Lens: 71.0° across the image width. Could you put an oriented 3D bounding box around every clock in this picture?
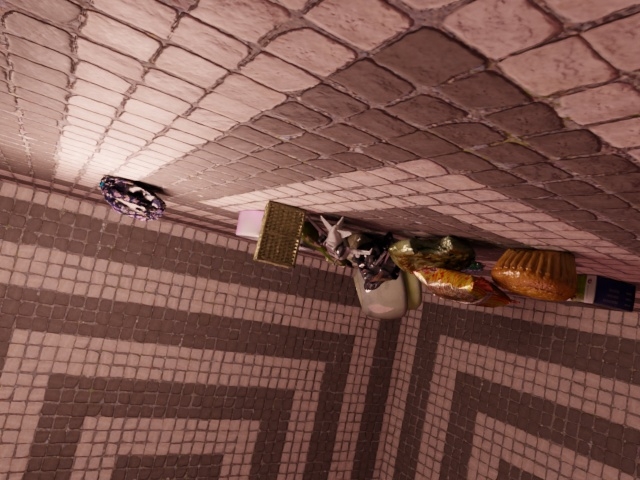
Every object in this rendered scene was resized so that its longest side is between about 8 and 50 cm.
[{"bbox_3d":[-0.169,-0.035,1.807,0.339,0.102,0.338,12,174,1],"label":"clock"}]

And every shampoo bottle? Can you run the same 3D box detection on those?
[{"bbox_3d":[0.333,0.235,2.254,0.317,0.322,0.322,-9,175,-4],"label":"shampoo bottle"}]

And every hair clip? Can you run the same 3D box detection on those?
[{"bbox_3d":[0.640,0.111,1.941,0.124,0.052,0.195,2,166,0],"label":"hair clip"}]

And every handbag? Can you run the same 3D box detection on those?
[{"bbox_3d":[-0.680,-0.147,1.633,0.229,0.126,0.208,21,174,-6],"label":"handbag"}]

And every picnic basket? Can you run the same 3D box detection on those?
[{"bbox_3d":[-0.139,-0.014,1.487,0.134,0.196,0.154,13,175,-14],"label":"picnic basket"}]

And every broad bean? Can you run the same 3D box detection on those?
[{"bbox_3d":[0.000,0.000,1.644,0.339,0.077,0.061,38,-155,-8],"label":"broad bean"}]

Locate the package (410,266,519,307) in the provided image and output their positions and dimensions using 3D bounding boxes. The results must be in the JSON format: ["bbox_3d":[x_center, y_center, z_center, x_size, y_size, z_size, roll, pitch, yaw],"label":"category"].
[{"bbox_3d":[0.459,0.155,1.449,0.223,0.108,0.288,19,179,-33],"label":"package"}]

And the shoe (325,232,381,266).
[{"bbox_3d":[0.164,0.056,1.868,0.211,0.132,0.342,18,168,-27],"label":"shoe"}]

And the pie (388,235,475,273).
[{"bbox_3d":[0.371,0.054,1.498,0.303,0.067,0.302,4,159,2],"label":"pie"}]

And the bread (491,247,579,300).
[{"bbox_3d":[0.632,0.098,1.329,0.240,0.139,0.240,12,173,1],"label":"bread"}]

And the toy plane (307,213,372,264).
[{"bbox_3d":[0.056,0.012,1.510,0.251,0.101,0.255,30,160,21],"label":"toy plane"}]

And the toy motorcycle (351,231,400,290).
[{"bbox_3d":[0.218,0.085,1.663,0.173,0.108,0.307,-25,145,-3],"label":"toy motorcycle"}]

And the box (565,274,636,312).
[{"bbox_3d":[0.990,0.196,1.721,0.200,0.106,0.299,13,172,-18],"label":"box"}]
